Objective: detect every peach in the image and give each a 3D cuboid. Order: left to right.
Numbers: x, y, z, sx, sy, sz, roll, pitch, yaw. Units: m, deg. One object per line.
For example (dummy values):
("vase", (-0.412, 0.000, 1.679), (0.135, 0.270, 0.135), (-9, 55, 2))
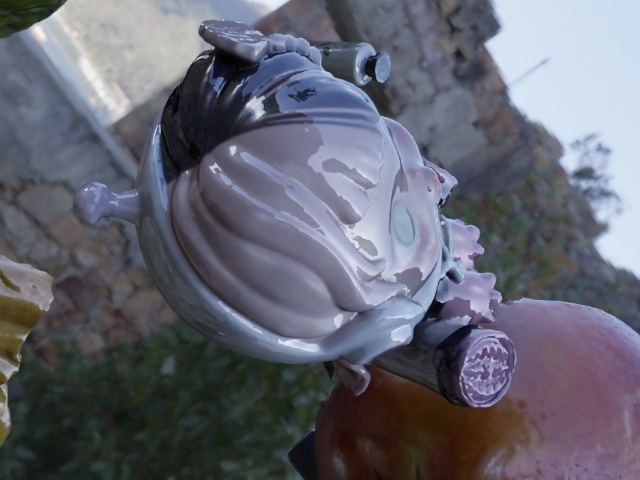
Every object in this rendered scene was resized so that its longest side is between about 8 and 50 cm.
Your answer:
("peach", (0.199, 0.248, 1.245), (0.405, 0.335, 0.310), (5, 47, -31))

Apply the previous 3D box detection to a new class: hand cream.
("hand cream", (-0.024, -0.224, 1.515), (0.234, 0.080, 0.050), (13, -63, 30))

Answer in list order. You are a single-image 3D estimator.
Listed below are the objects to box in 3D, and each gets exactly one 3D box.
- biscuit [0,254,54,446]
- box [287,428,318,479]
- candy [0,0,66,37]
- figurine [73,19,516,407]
("biscuit", (-0.262, 0.098, 0.775), (0.144, 0.224, 0.033), (21, 21, -26))
("box", (0.050, 0.355, 1.860), (0.168, 0.071, 0.259), (50, 4, 13))
("candy", (-0.354, -0.267, 1.210), (0.260, 0.259, 0.118), (77, -6, -85))
("figurine", (0.004, 0.007, 0.971), (0.361, 0.211, 0.253), (38, 18, -53))
